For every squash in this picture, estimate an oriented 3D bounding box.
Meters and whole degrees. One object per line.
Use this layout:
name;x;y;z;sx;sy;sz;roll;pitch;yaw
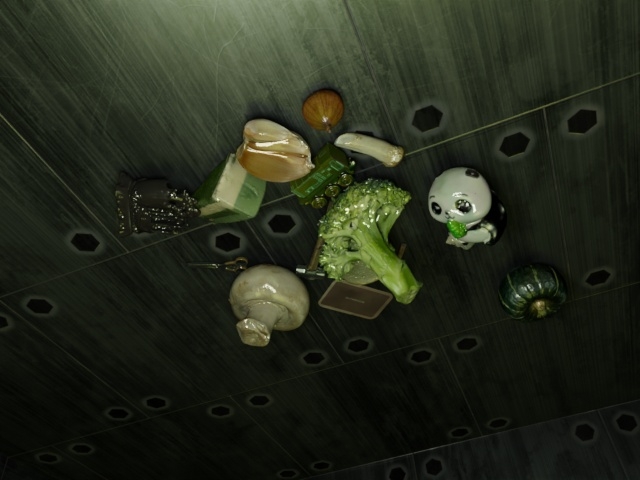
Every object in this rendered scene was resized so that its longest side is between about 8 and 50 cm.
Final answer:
squash;0.800;0.199;2.276;0.252;0.165;0.252;-2;132;-3

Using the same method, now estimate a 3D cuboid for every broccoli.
broccoli;0.182;-0.022;1.867;0.275;0.397;0.353;-19;115;-24

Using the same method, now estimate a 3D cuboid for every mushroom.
mushroom;0.146;-0.278;1.816;0.209;0.084;0.071;16;88;-13
mushroom;-0.188;0.244;2.138;0.298;0.290;0.297;7;139;6

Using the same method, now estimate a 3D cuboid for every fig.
fig;0.021;-0.348;1.688;0.119;0.153;0.119;-26;156;-13

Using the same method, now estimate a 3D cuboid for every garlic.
garlic;-0.131;-0.263;1.780;0.228;0.110;0.217;19;142;-13

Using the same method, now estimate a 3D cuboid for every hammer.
hammer;0.000;0.000;2.101;0.111;0.043;0.365;9;131;-12

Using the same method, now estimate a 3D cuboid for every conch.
conch;0.520;-0.029;2.103;0.176;0.094;0.104;-34;119;-8

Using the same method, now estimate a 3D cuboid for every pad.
pad;0.137;0.234;2.366;0.266;0.002;0.176;17;131;-21

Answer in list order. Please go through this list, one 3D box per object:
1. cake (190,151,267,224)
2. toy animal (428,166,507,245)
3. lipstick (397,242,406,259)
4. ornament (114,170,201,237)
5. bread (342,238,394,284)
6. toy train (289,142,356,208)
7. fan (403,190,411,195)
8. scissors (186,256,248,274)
cake;-0.313;-0.105;1.874;0.158;0.172;0.284;33;126;-29
toy animal;0.464;-0.102;1.917;0.213;0.212;0.267;-36;131;27
lipstick;0.290;0.048;2.184;0.019;0.019;0.094;3;134;-8
ornament;-0.502;-0.094;1.886;0.261;0.106;0.251;10;138;-6
bread;0.154;0.063;2.151;0.236;0.070;0.236;-3;134;-3
toy train;0.003;-0.193;1.859;0.137;0.090;0.225;27;127;-38
fan;0.258;-0.145;1.999;0.080;0.003;0.060;7;133;-12
scissors;-0.371;0.091;2.168;0.220;0.017;0.088;2;137;-6
